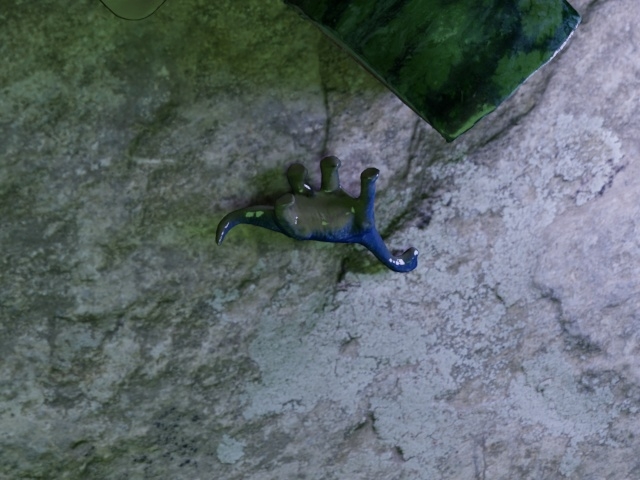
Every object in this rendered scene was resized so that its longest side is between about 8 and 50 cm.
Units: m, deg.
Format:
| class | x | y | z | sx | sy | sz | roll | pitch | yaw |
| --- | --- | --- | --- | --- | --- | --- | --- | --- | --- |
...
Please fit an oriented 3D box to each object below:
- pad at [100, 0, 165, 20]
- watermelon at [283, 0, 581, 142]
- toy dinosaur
| class | x | y | z | sx | sy | sz | roll | pitch | yaw |
| --- | --- | --- | --- | --- | --- | --- | --- | --- | --- |
| pad | -0.207 | -0.350 | 0.926 | 0.181 | 0.004 | 0.267 | -43 | 123 | 6 |
| watermelon | 0.129 | -0.204 | 1.026 | 0.213 | 0.262 | 0.201 | -37 | 151 | -2 |
| toy dinosaur | 0.000 | 0.000 | 1.155 | 0.247 | 0.075 | 0.188 | -21 | 129 | -15 |
